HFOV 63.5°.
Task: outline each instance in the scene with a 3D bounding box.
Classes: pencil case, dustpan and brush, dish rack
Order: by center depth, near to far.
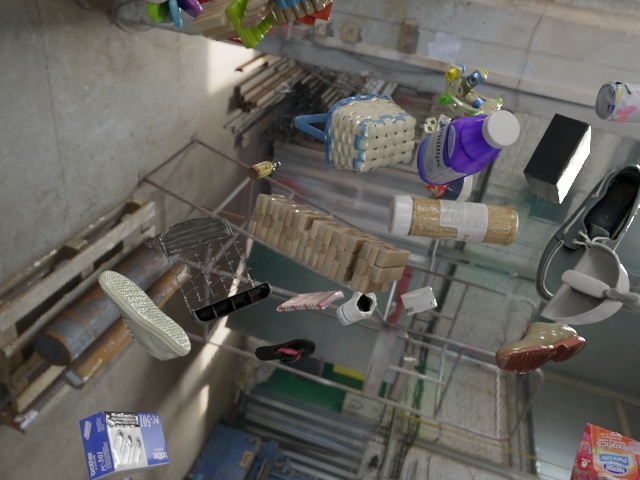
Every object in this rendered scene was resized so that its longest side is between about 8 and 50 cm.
[{"bbox_3d":[0.418,0.076,0.764,0.147,0.060,0.211,-55,-159,2],"label":"dustpan and brush"},{"bbox_3d":[-0.270,0.061,1.293,0.208,0.271,0.074,-20,169,-35],"label":"dish rack"},{"bbox_3d":[0.996,-0.427,1.588,0.113,0.273,0.124,-93,-173,-55],"label":"pencil case"}]

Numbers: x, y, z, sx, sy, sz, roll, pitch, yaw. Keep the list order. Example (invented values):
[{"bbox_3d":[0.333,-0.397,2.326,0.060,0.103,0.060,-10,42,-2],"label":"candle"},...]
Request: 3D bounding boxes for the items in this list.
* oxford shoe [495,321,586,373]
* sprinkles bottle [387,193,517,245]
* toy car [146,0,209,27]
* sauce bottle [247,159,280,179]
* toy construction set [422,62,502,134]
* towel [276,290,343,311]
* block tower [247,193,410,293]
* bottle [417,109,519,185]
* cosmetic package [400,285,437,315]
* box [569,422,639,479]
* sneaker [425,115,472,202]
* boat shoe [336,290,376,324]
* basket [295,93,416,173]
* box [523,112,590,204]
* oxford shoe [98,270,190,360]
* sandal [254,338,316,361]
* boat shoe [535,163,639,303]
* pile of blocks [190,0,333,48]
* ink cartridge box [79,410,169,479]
[{"bbox_3d":[0.698,0.343,1.701,0.130,0.348,0.123,-118,-145,-42],"label":"oxford shoe"},{"bbox_3d":[0.379,-0.059,1.501,0.121,0.355,0.121,-175,-90,-88],"label":"sprinkles bottle"},{"bbox_3d":[-0.327,-0.580,1.213,0.182,0.136,0.159,-60,-177,-9],"label":"toy car"},{"bbox_3d":[-0.162,-0.209,1.507,0.128,0.042,0.042,-39,145,-56],"label":"sauce bottle"},{"bbox_3d":[0.383,-0.331,1.453,0.151,0.215,0.327,-40,173,-14],"label":"toy construction set"},{"bbox_3d":[-0.036,0.210,1.759,0.144,0.197,0.029,-22,100,-55],"label":"towel"},{"bbox_3d":[0.000,0.000,1.017,0.097,0.335,0.091,2,110,-54],"label":"block tower"},{"bbox_3d":[0.294,-0.191,1.063,0.283,0.092,0.118,165,-70,-75],"label":"bottle"},{"bbox_3d":[0.374,0.226,1.954,0.231,0.117,0.085,33,39,-76],"label":"cosmetic package"},{"bbox_3d":[0.625,0.546,1.145,0.122,0.128,0.257,-45,138,-37],"label":"box"},{"bbox_3d":[0.403,-0.282,1.654,0.131,0.148,0.350,-45,-151,53],"label":"sneaker"},{"bbox_3d":[0.127,0.189,1.502,0.076,0.083,0.226,-31,179,28],"label":"boat shoe"},{"bbox_3d":[0.099,-0.302,1.432,0.255,0.289,0.201,-15,129,-27],"label":"basket"},{"bbox_3d":[0.684,-0.227,1.490,0.261,0.103,0.184,18,98,-62],"label":"box"},{"bbox_3d":[-0.645,0.288,1.853,0.449,0.130,0.169,56,6,-34],"label":"oxford shoe"},{"bbox_3d":[-0.097,0.314,1.427,0.040,0.179,0.067,-81,156,-56],"label":"sandal"},{"bbox_3d":[0.533,-0.014,1.027,0.319,0.116,0.099,-55,153,4],"label":"boat shoe"},{"bbox_3d":[-0.062,-0.441,0.984,0.149,0.362,0.112,-87,154,-45],"label":"pile of blocks"},{"bbox_3d":[-0.337,0.355,0.905,0.207,0.046,0.097,68,0,-68],"label":"ink cartridge box"}]
